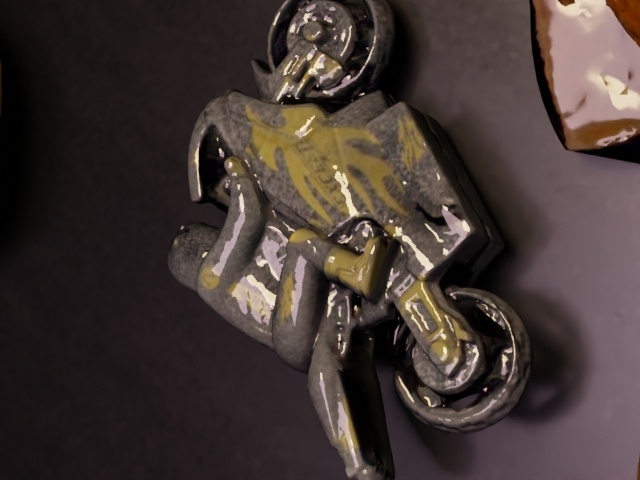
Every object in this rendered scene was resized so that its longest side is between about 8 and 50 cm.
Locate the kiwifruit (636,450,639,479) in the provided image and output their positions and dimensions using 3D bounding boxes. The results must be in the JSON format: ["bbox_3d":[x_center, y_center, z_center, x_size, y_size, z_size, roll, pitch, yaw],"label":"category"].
[{"bbox_3d":[0.144,0.063,0.647,0.075,0.075,0.124,6,96,30],"label":"kiwifruit"}]

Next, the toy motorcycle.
[{"bbox_3d":[0.000,0.000,0.737,0.124,0.061,0.193,-29,68,19],"label":"toy motorcycle"}]

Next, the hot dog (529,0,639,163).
[{"bbox_3d":[0.130,-0.197,0.646,0.194,0.107,0.326,-8,84,29],"label":"hot dog"}]

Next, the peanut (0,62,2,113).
[{"bbox_3d":[-0.193,-0.085,0.837,0.093,0.083,0.194,-30,73,25],"label":"peanut"}]
